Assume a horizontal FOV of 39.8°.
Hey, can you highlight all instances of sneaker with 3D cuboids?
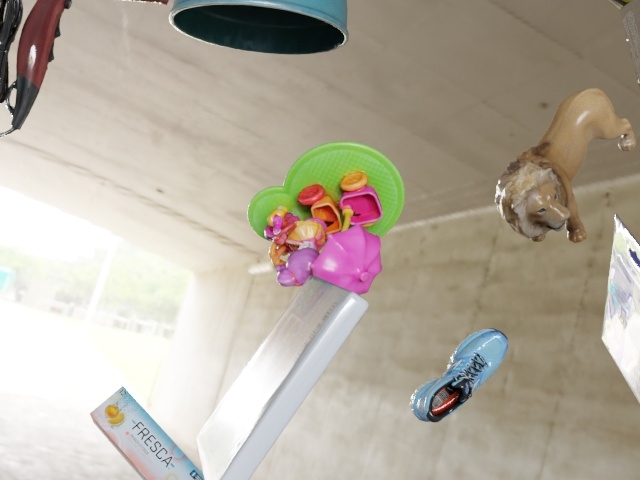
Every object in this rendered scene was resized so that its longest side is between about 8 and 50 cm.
[{"bbox_3d":[0.193,0.186,1.174,0.063,0.162,0.073,44,-3,-7],"label":"sneaker"}]

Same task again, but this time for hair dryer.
[{"bbox_3d":[-0.299,-0.252,0.968,0.294,0.223,0.080,-23,10,-11],"label":"hair dryer"}]

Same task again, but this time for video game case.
[{"bbox_3d":[-0.032,0.097,0.619,0.019,0.157,0.143,36,-5,-10],"label":"video game case"}]

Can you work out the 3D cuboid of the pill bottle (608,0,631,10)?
[{"bbox_3d":[0.351,-0.333,1.004,0.208,0.119,0.119,39,-11,-1],"label":"pill bottle"}]

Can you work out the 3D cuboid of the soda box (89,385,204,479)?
[{"bbox_3d":[-0.238,0.291,1.228,0.183,0.063,0.058,45,-23,13],"label":"soda box"}]

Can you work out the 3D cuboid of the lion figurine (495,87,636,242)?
[{"bbox_3d":[0.418,-0.145,1.517,0.142,0.392,0.240,8,-32,35],"label":"lion figurine"}]

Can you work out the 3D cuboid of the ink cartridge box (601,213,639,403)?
[{"bbox_3d":[0.651,0.141,1.783,0.072,0.307,0.303,0,24,1],"label":"ink cartridge box"}]

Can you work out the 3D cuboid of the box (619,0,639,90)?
[{"bbox_3d":[0.310,-0.154,0.630,0.156,0.093,0.158,-16,6,15],"label":"box"}]

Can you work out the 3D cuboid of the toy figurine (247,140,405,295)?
[{"bbox_3d":[0.000,0.000,0.881,0.173,0.159,0.130,-15,-59,13],"label":"toy figurine"}]

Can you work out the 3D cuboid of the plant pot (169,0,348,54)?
[{"bbox_3d":[-0.081,-0.441,1.341,0.272,0.255,0.271,5,-1,0],"label":"plant pot"}]
